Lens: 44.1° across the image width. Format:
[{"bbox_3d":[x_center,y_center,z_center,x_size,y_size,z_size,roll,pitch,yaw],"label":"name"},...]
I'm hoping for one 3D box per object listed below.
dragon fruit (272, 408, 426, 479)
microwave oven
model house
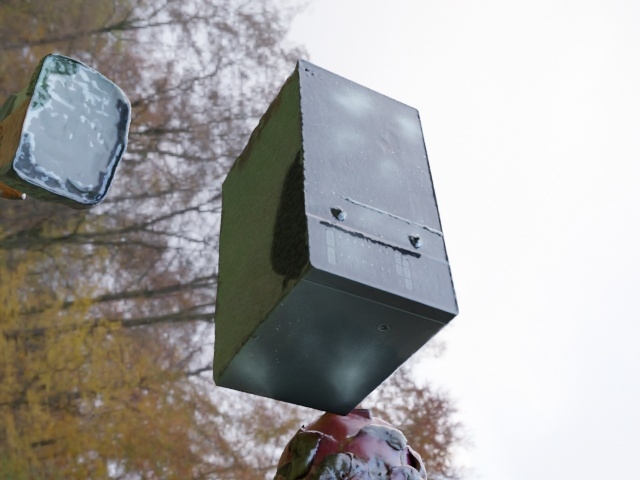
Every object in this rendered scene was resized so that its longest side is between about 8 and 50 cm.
[{"bbox_3d":[0.032,0.430,1.233,0.269,0.250,0.291,118,-15,-48],"label":"dragon fruit"},{"bbox_3d":[0.000,0.000,1.239,0.374,0.236,0.432,-52,-151,40],"label":"microwave oven"},{"bbox_3d":[-0.535,-0.172,1.507,0.301,0.190,0.271,-15,-121,41],"label":"model house"}]
